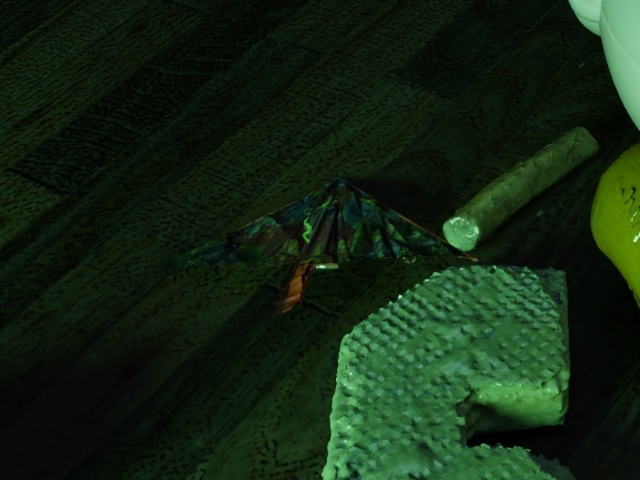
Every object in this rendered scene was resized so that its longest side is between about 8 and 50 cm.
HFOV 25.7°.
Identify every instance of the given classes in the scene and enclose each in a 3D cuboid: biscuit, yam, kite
[{"bbox_3d":[0.080,0.106,0.826,0.147,0.046,0.250,1,42,8],"label":"biscuit"},{"bbox_3d":[0.144,-0.039,0.998,0.145,0.032,0.032,-34,49,-30],"label":"yam"},{"bbox_3d":[0.000,0.000,0.955,0.232,0.009,0.189,-5,29,18],"label":"kite"}]

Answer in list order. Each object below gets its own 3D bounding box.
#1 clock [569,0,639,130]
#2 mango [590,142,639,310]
[{"bbox_3d":[0.369,-0.205,0.998,0.368,0.250,0.377,9,50,17],"label":"clock"},{"bbox_3d":[0.244,0.026,0.820,0.156,0.151,0.249,22,33,-21],"label":"mango"}]
